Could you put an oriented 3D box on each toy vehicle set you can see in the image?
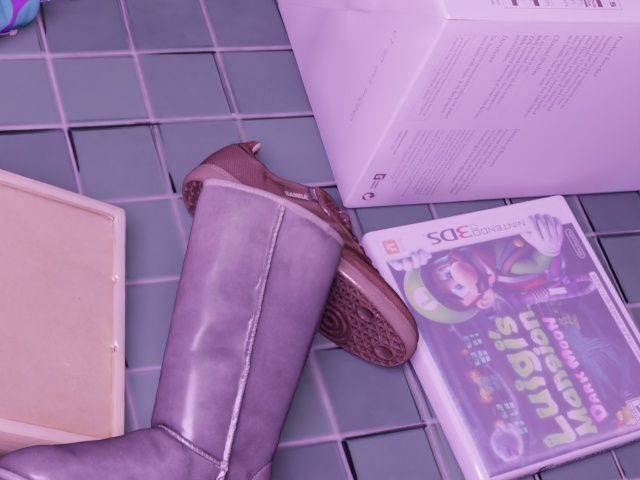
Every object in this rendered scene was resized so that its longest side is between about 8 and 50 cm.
[{"bbox_3d":[-0.231,0.023,0.690,0.266,0.035,0.166,19,51,-32],"label":"toy vehicle set"}]

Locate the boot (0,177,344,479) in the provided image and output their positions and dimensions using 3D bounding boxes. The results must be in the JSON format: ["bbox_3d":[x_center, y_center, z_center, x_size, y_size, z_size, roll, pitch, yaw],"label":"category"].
[{"bbox_3d":[-0.076,0.064,0.690,0.189,0.076,0.209,26,75,-43],"label":"boot"}]

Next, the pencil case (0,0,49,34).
[{"bbox_3d":[-0.252,-0.139,0.825,0.064,0.070,0.151,14,43,38],"label":"pencil case"}]

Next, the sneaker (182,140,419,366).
[{"bbox_3d":[0.000,0.000,0.827,0.188,0.066,0.071,40,52,7],"label":"sneaker"}]

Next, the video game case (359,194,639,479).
[{"bbox_3d":[0.137,0.062,0.866,0.173,0.022,0.190,-11,63,-27],"label":"video game case"}]

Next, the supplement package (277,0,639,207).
[{"bbox_3d":[0.139,-0.163,0.906,0.262,0.199,0.198,-4,59,-23],"label":"supplement package"}]
